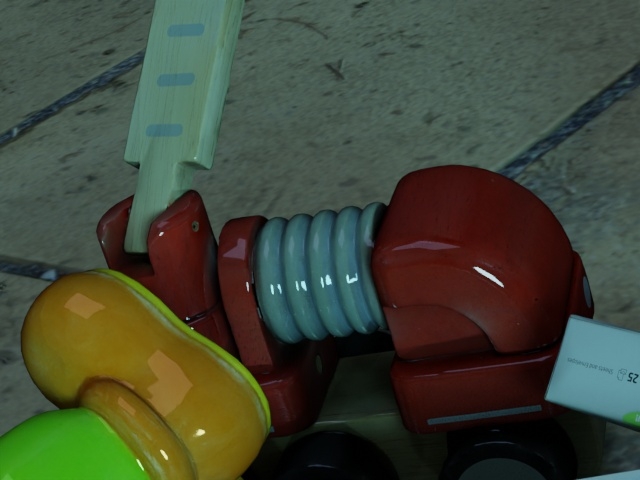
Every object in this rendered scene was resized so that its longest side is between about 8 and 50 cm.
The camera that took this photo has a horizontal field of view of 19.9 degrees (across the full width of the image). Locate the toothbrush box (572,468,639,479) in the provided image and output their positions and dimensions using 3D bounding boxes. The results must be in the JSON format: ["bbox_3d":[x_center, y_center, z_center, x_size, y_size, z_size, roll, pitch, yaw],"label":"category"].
[{"bbox_3d":[0.059,0.195,0.507,0.206,0.122,0.283,-11,24,13],"label":"toothbrush box"}]

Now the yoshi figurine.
[{"bbox_3d":[-0.183,0.170,0.643,0.203,0.203,0.362,-15,28,52],"label":"yoshi figurine"}]

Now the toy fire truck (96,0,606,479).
[{"bbox_3d":[0.000,0.000,0.805,0.217,0.246,0.158,-9,26,18],"label":"toy fire truck"}]

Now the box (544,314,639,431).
[{"bbox_3d":[0.197,0.076,0.661,0.145,0.038,0.186,21,-4,-42],"label":"box"}]
